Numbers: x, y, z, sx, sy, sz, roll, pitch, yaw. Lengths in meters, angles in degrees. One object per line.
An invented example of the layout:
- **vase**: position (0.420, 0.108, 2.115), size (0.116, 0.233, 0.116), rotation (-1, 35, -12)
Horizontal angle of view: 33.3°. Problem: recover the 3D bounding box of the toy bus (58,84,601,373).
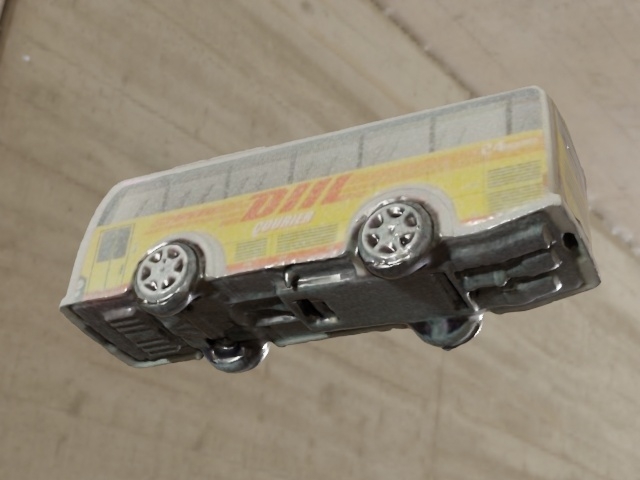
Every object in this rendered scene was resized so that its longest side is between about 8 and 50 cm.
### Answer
- **toy bus**: position (0.000, 0.000, 0.546), size (0.268, 0.106, 0.092), rotation (-11, -37, 24)
